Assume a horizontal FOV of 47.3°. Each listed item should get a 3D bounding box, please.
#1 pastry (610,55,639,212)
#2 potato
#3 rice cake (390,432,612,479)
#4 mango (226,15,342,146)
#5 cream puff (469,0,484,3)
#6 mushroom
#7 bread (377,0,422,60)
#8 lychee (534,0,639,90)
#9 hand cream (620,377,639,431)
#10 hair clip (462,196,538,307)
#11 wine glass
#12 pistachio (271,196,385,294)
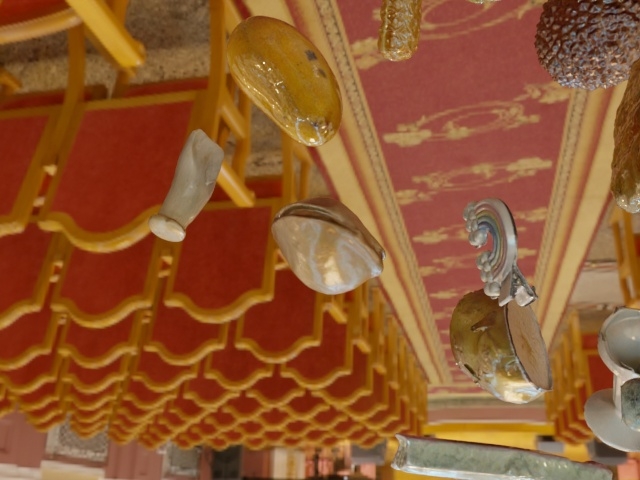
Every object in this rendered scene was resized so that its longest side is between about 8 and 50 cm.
[{"bbox_3d":[0.443,-0.173,0.830,0.136,0.330,0.330,17,159,3],"label":"pastry"},{"bbox_3d":[0.389,0.250,1.649,0.196,0.300,0.247,-28,105,24],"label":"potato"},{"bbox_3d":[0.231,0.293,0.952,0.290,0.051,0.081,9,150,-7],"label":"rice cake"},{"bbox_3d":[-0.037,-0.191,0.871,0.115,0.178,0.090,-35,168,-46],"label":"mango"},{"bbox_3d":[0.304,-0.533,1.404,0.156,0.121,0.156,-14,127,-19],"label":"cream puff"},{"bbox_3d":[-0.282,-0.113,1.579,0.096,0.247,0.108,20,163,6],"label":"mushroom"},{"bbox_3d":[0.097,-0.292,0.866,0.052,0.157,0.044,20,-152,36],"label":"bread"},{"bbox_3d":[0.604,-0.463,1.585,0.300,0.264,0.264,-40,158,-7],"label":"lychee"},{"bbox_3d":[0.417,0.181,0.787,0.174,0.095,0.046,0,128,19],"label":"hand cream"},{"bbox_3d":[0.311,0.011,1.267,0.054,0.220,0.140,-6,156,-14],"label":"hair clip"},{"bbox_3d":[0.504,0.224,1.150,0.164,0.165,0.197,0,127,3],"label":"wine glass"},{"bbox_3d":[0.000,0.000,1.368,0.212,0.163,0.260,-1,150,24],"label":"pistachio"}]
